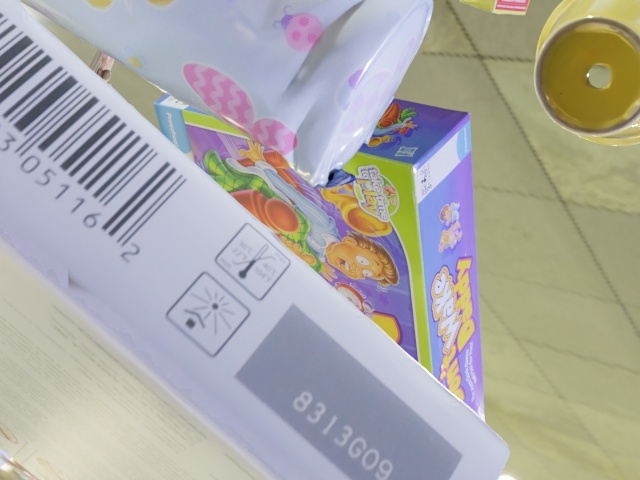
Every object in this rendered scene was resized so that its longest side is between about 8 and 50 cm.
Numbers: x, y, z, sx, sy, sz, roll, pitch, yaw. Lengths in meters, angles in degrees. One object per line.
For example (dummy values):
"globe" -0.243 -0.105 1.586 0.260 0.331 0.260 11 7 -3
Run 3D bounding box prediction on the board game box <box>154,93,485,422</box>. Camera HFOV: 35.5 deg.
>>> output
"board game box" 0.010 0.042 0.817 0.233 0.078 0.347 17 133 33

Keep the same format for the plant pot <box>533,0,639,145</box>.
"plant pot" 0.418 -0.248 1.426 0.254 0.254 0.239 21 -154 21

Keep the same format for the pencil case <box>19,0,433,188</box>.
"pencil case" -0.078 -0.137 0.497 0.273 0.113 0.124 31 -171 3

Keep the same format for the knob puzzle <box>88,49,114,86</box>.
"knob puzzle" -0.335 -0.258 1.546 0.030 0.213 0.213 26 164 -8

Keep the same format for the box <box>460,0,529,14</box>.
"box" 0.248 -0.402 1.241 0.058 0.232 0.087 32 -154 34

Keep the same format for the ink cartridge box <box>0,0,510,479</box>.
"ink cartridge box" -0.122 0.074 0.553 0.308 0.091 0.385 41 151 -6

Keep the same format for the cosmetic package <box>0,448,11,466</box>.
"cosmetic package" -0.481 0.069 1.171 0.329 0.394 0.327 20 144 45
